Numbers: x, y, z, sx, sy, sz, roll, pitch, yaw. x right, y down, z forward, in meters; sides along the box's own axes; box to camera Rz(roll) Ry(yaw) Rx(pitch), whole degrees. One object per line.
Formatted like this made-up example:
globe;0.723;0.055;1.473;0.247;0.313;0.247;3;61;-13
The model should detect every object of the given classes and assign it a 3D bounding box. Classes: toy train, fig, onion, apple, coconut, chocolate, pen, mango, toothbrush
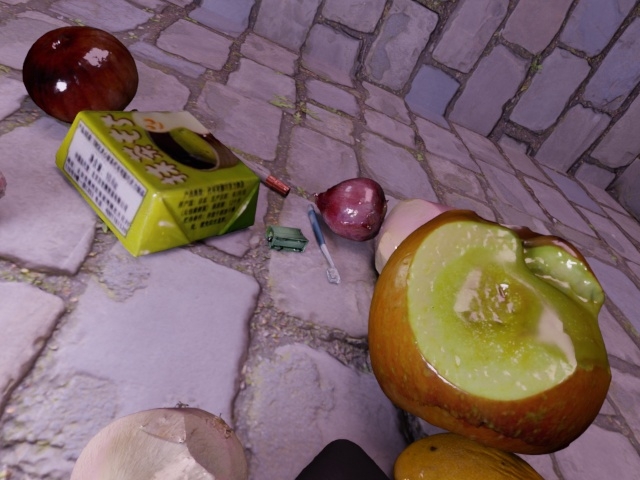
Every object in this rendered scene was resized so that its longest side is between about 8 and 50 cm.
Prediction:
toy train;-0.074;-0.004;1.029;0.093;0.038;0.056;6;36;-32
fig;-0.523;-0.353;1.045;0.235;0.214;0.235;8;61;-14
onion;0.065;-0.081;1.153;0.195;0.159;0.159;12;27;18
apple;0.260;0.128;0.747;0.374;0.374;0.384;14;-5;-22
coconut;0.238;0.026;1.066;0.245;0.233;0.233;10;36;-27
chocolate;-0.306;-0.133;0.940;0.301;0.137;0.289;42;34;22
pen;-0.179;-0.186;1.218;0.239;0.028;0.028;33;32;9
mango;0.234;0.358;0.676;0.262;0.109;0.157;27;35;1
toothbrush;0.000;0.000;1.098;0.025;0.019;0.275;4;38;-21
coconut;-0.156;0.242;0.460;0.171;0.183;0.170;-1;71;4

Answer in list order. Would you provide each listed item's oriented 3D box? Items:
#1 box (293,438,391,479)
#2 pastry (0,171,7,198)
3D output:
box;0.046;0.369;0.579;0.212;0.042;0.201;41;34;19
pastry;-0.607;-0.089;0.680;0.265;0.112;0.102;23;39;-21
